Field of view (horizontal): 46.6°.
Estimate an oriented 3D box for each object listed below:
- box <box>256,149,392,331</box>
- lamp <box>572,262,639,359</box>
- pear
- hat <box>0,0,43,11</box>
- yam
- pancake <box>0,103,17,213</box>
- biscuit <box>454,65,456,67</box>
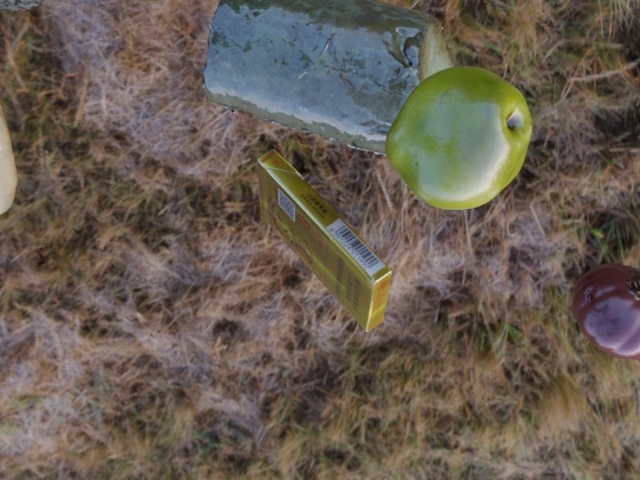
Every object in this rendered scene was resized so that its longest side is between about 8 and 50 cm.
[{"bbox_3d":[0.000,0.000,0.633,0.156,0.022,0.089,46,155,27],"label":"box"},{"bbox_3d":[0.296,0.069,0.729,0.101,0.101,0.090,33,135,-1],"label":"lamp"},{"bbox_3d":[0.088,-0.065,0.480,0.097,0.092,0.092,6,125,48],"label":"pear"},{"bbox_3d":[-0.455,-0.384,0.937,0.266,0.128,0.265,4,137,4],"label":"hat"},{"bbox_3d":[0.016,-0.200,0.854,0.305,0.168,0.168,18,124,12],"label":"yam"},{"bbox_3d":[-0.193,-0.073,0.381,0.139,0.022,0.139,35,140,36],"label":"pancake"},{"bbox_3d":[0.115,-0.279,1.162,0.144,0.203,0.016,-23,128,-2],"label":"biscuit"}]
